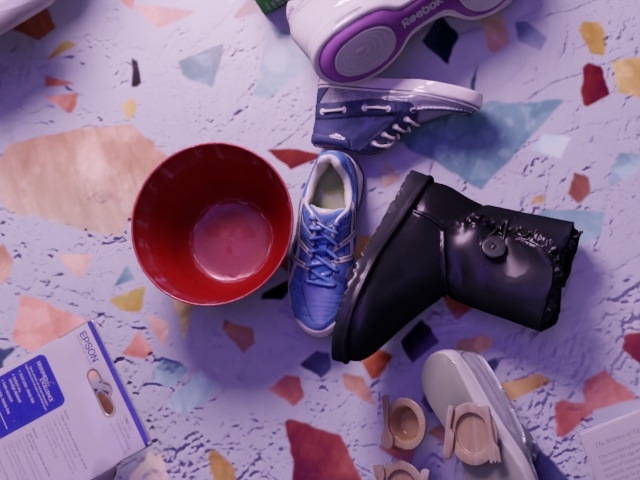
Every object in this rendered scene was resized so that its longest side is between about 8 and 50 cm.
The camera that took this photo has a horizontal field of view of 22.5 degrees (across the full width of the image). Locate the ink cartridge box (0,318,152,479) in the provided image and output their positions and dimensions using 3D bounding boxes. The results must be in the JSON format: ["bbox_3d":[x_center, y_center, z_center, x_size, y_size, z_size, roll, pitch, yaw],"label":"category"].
[{"bbox_3d":[-0.353,0.237,1.785,0.333,0.065,0.165,-28,74,5],"label":"ink cartridge box"}]

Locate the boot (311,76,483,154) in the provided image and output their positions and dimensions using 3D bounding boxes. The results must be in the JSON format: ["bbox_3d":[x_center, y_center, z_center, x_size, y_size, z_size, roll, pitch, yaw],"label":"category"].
[{"bbox_3d":[0.084,-0.134,1.789,0.190,0.069,0.086,7,86,20],"label":"boot"}]

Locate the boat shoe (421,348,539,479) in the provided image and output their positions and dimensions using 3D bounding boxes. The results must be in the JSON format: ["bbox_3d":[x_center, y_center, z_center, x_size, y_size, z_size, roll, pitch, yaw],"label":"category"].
[{"bbox_3d":[0.188,0.210,1.678,0.079,0.081,0.227,-45,62,40],"label":"boat shoe"}]

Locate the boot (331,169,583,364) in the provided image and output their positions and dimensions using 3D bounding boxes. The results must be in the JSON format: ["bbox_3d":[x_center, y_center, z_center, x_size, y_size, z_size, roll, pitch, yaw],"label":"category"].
[{"bbox_3d":[0.146,0.051,1.695,0.207,0.094,0.246,21,61,16],"label":"boot"}]

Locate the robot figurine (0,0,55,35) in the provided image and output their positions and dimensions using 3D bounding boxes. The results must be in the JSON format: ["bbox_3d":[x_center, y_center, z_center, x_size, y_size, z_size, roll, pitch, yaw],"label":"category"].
[{"bbox_3d":[-0.411,-0.361,1.856,0.353,0.200,0.300,-31,64,3],"label":"robot figurine"}]

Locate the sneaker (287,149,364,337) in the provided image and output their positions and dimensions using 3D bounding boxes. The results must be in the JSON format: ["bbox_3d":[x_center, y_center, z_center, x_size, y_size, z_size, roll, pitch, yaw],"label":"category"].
[{"bbox_3d":[0.000,0.000,1.761,0.080,0.081,0.211,2,80,9],"label":"sneaker"}]

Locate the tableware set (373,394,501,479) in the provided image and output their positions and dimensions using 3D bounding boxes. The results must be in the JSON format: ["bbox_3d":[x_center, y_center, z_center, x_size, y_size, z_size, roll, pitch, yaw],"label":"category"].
[{"bbox_3d":[0.118,0.232,1.671,0.169,0.020,0.141,5,97,42],"label":"tableware set"}]

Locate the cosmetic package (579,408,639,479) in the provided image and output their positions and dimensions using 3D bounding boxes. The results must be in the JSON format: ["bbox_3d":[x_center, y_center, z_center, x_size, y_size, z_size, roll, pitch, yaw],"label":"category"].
[{"bbox_3d":[0.407,0.252,1.562,0.224,0.138,0.224,-26,74,31],"label":"cosmetic package"}]

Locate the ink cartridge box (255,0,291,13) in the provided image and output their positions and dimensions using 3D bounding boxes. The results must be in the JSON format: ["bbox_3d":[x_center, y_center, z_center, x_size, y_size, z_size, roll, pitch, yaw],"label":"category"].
[{"bbox_3d":[-0.009,-0.377,1.843,0.208,0.087,0.153,-25,74,5],"label":"ink cartridge box"}]

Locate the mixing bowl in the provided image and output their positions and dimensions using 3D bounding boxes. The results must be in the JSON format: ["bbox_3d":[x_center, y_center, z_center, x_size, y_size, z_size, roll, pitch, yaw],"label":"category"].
[{"bbox_3d":[-0.108,-0.009,1.774,0.181,0.098,0.181,-2,78,11],"label":"mixing bowl"}]

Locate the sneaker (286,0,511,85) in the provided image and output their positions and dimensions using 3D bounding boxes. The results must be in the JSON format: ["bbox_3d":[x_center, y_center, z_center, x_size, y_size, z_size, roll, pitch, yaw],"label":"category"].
[{"bbox_3d":[0.099,-0.294,1.789,0.305,0.114,0.152,-27,43,-11],"label":"sneaker"}]
